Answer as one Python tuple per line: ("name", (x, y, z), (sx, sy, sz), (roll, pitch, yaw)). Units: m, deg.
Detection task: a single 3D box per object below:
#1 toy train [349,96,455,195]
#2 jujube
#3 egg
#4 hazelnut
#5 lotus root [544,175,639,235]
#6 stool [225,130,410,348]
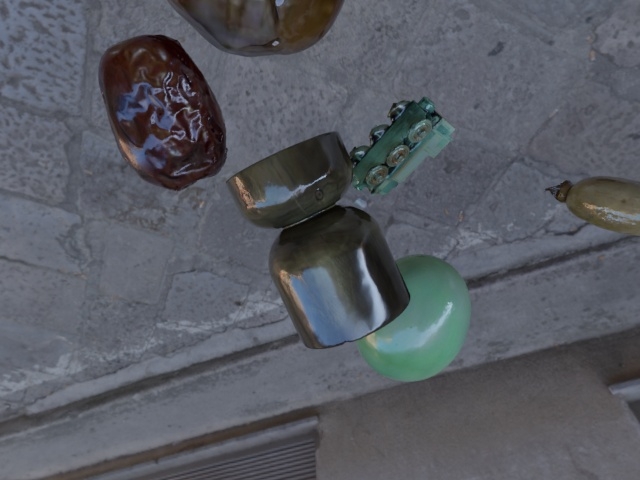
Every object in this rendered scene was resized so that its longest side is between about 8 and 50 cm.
("toy train", (0.140, -0.158, 0.713), (0.125, 0.080, 0.194), (14, 128, -45))
("jujube", (-0.260, -0.206, 0.679), (0.183, 0.183, 0.243), (-15, 112, 8))
("egg", (0.182, 0.155, 0.808), (0.220, 0.220, 0.269), (16, 121, -17))
("hazelnut", (-0.110, -0.495, 0.683), (0.373, 0.315, 0.372), (1, 87, -19))
("lotus root", (0.348, -0.043, 0.474), (0.073, 0.150, 0.062), (1, 111, -40))
("stool", (0.000, 0.000, 0.588), (0.179, 0.179, 0.264), (-23, 97, 15))
